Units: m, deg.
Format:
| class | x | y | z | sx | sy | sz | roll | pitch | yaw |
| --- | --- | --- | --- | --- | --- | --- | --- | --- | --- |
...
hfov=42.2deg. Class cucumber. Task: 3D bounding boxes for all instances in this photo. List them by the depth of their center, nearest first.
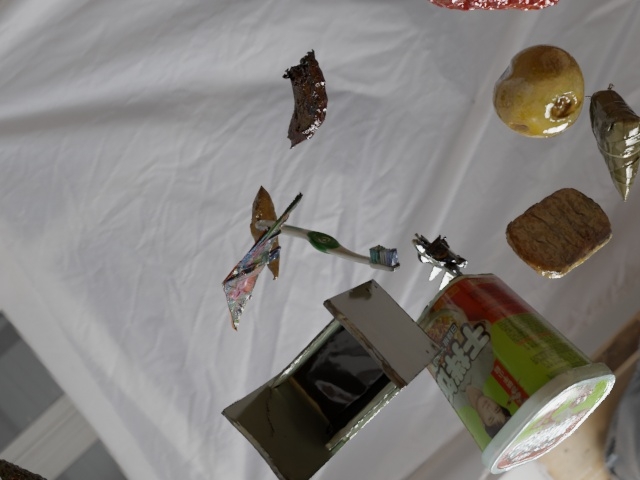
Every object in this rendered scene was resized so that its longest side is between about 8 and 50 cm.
| class | x | y | z | sx | sy | sz | roll | pitch | yaw |
| --- | --- | --- | --- | --- | --- | --- | --- | --- | --- |
| cucumber | -0.713 | 0.466 | 1.719 | 0.293 | 0.068 | 0.067 | 25 | 179 | -7 |

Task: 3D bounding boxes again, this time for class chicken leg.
| class | x | y | z | sx | sy | sz | roll | pitch | yaw |
| --- | --- | --- | --- | --- | --- | --- | --- | --- | --- |
| chicken leg | -0.034 | -0.330 | 1.950 | 0.063 | 0.105 | 0.234 | -45 | -45 | -63 |

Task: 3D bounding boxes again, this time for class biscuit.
| class | x | y | z | sx | sy | sz | roll | pitch | yaw |
| --- | --- | --- | --- | --- | --- | --- | --- | --- | --- |
| biscuit | 0.379 | -0.014 | 1.307 | 0.118 | 0.247 | 0.029 | 45 | 135 | 19 |

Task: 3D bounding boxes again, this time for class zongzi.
| class | x | y | z | sx | sy | sz | roll | pitch | yaw |
| --- | --- | --- | --- | --- | --- | --- | --- | --- | --- |
| zongzi | 0.564 | -0.192 | 1.606 | 0.189 | 0.081 | 0.178 | -93 | -7 | -57 |

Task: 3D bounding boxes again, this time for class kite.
| class | x | y | z | sx | sy | sz | roll | pitch | yaw |
| --- | --- | --- | --- | --- | --- | --- | --- | --- | --- |
| kite | -0.125 | 0.057 | 1.530 | 0.016 | 0.321 | 0.234 | 31 | -158 | 12 |

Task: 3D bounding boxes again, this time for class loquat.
| class | x | y | z | sx | sy | sz | roll | pitch | yaw |
| --- | --- | --- | --- | --- | --- | --- | --- | --- | --- |
| loquat | 0.489 | -0.338 | 1.874 | 0.213 | 0.213 | 0.213 | 48 | 177 | 4 |

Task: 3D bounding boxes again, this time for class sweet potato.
| class | x | y | z | sx | sy | sz | roll | pitch | yaw |
| --- | --- | --- | --- | --- | --- | --- | --- | --- | --- |
| sweet potato | -0.118 | -0.016 | 1.787 | 0.060 | 0.068 | 0.206 | -9 | 96 | 56 |

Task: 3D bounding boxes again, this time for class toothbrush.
| class | x | y | z | sx | sy | sz | roll | pitch | yaw |
| --- | --- | --- | --- | --- | --- | --- | --- | --- | --- |
| toothbrush | 0.001 | 0.005 | 1.541 | 0.418 | 0.042 | 0.040 | 14 | 121 | 52 |

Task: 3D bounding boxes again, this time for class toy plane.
| class | x | y | z | sx | sy | sz | roll | pitch | yaw |
| --- | --- | --- | --- | --- | --- | --- | --- | --- | --- |
| toy plane | 0.254 | 0.031 | 1.778 | 0.192 | 0.088 | 0.262 | 46 | 178 | 31 |

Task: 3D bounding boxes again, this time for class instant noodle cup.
| class | x | y | z | sx | sy | sz | roll | pitch | yaw |
| --- | --- | --- | --- | --- | --- | --- | --- | --- | --- |
| instant noodle cup | 0.344 | 0.237 | 1.588 | 0.308 | 0.294 | 0.294 | 51 | 178 | 32 |

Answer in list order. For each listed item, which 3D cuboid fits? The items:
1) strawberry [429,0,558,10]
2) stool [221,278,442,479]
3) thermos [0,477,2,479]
| class | x | y | z | sx | sy | sz | roll | pitch | yaw |
| --- | --- | --- | --- | --- | --- | --- | --- | --- | --- |
| strawberry | 0.266 | -0.483 | 1.423 | 0.150 | 0.280 | 0.254 | 121 | 142 | -57 |
| stool | 0.026 | 0.213 | 1.277 | 0.170 | 0.244 | 0.269 | 46 | -165 | 11 |
| thermos | -0.578 | 0.386 | 1.329 | 0.137 | 0.105 | 0.193 | -8 | 107 | 51 |
